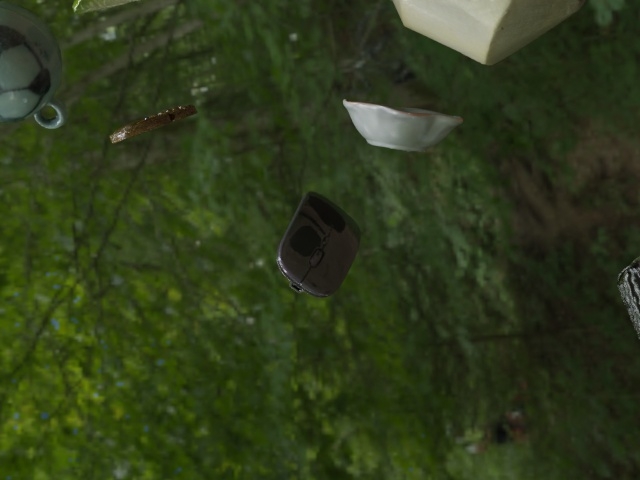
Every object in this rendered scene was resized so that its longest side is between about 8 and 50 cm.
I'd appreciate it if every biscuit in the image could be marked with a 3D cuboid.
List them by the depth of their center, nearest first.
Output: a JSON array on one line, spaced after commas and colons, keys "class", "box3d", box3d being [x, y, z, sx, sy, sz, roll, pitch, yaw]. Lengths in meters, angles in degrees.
[{"class": "biscuit", "box3d": [-0.300, -0.210, 1.763, 0.175, 0.124, 0.026, -30, -77, -45]}]

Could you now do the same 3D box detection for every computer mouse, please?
[{"class": "computer mouse", "box3d": [0.001, -0.001, 1.571, 0.120, 0.057, 0.232, 37, -145, -7]}]

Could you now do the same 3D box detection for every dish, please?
[{"class": "dish", "box3d": [0.142, -0.200, 1.778, 0.229, 0.229, 0.081, -17, -63, -70]}]

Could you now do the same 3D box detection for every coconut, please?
[{"class": "coconut", "box3d": [0.253, -0.414, 1.456, 0.323, 0.322, 0.323, -4, -90, -70]}]

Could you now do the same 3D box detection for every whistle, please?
[{"class": "whistle", "box3d": [-0.418, -0.240, 1.201, 0.290, 0.163, 0.163, 46, -141, -29]}]

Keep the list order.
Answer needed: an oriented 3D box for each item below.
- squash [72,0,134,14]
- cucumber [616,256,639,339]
[{"class": "squash", "box3d": [-0.120, -0.328, 1.130, 0.203, 0.289, 0.111, 35, -164, -37]}, {"class": "cucumber", "box3d": [0.481, 0.139, 1.376, 0.245, 0.067, 0.067, 67, -160, 2]}]
